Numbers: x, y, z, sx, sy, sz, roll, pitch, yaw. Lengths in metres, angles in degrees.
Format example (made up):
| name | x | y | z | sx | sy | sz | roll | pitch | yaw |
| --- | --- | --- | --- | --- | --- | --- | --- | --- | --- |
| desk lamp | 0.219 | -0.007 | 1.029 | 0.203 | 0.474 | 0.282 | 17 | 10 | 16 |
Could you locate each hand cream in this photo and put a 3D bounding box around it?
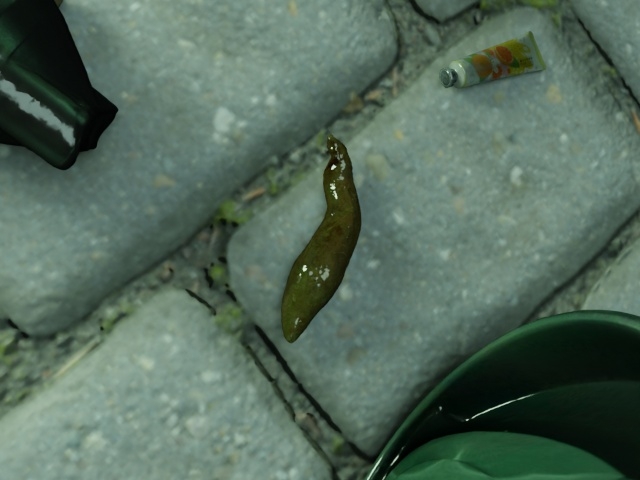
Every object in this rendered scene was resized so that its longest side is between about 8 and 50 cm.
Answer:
| name | x | y | z | sx | sy | sz | roll | pitch | yaw |
| --- | --- | --- | --- | --- | --- | --- | --- | --- | --- |
| hand cream | 0.140 | -0.143 | 0.650 | 0.102 | 0.022 | 0.035 | -20 | 86 | -24 |

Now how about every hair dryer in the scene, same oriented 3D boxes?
| name | x | y | z | sx | sy | sz | roll | pitch | yaw |
| --- | --- | --- | --- | --- | --- | --- | --- | --- | --- |
| hair dryer | -0.288 | -0.059 | 0.465 | 0.244 | 0.116 | 0.302 | 39 | 85 | -11 |

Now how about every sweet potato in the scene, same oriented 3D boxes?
| name | x | y | z | sx | sy | sz | roll | pitch | yaw |
| --- | --- | --- | --- | --- | --- | --- | --- | --- | --- |
| sweet potato | 0.005 | 0.001 | 0.580 | 0.041 | 0.038 | 0.153 | 25 | 74 | -38 |

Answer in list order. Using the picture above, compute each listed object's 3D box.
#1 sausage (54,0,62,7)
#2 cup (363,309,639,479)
| name | x | y | z | sx | sy | sz | roll | pitch | yaw |
| --- | --- | --- | --- | --- | --- | --- | --- | --- | --- |
| sausage | -0.219 | -0.187 | 0.528 | 0.107 | 0.031 | 0.031 | 37 | 74 | -12 |
| cup | 0.194 | 0.300 | 0.472 | 0.392 | 0.310 | 0.401 | 36 | 75 | -16 |
